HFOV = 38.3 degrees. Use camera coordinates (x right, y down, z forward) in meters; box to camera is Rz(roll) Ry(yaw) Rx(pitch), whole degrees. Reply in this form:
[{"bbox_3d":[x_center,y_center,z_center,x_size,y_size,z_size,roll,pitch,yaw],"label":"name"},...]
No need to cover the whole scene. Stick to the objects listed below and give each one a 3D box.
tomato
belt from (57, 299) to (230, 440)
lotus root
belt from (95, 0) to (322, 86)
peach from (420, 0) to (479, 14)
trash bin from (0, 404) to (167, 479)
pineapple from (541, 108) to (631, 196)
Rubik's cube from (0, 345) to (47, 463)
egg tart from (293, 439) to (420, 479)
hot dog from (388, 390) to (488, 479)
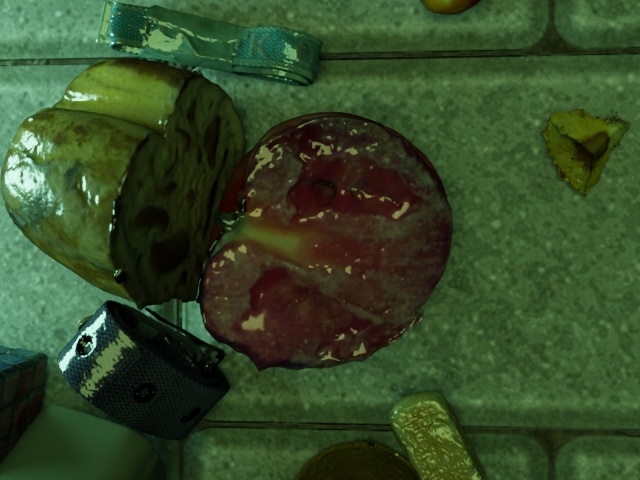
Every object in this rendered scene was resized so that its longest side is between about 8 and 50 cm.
[{"bbox_3d":[-0.002,0.003,1.168,0.289,0.176,0.335,21,97,-15],"label":"tomato"},{"bbox_3d":[-0.213,0.159,1.166,0.126,0.230,0.139,-47,48,4],"label":"belt"},{"bbox_3d":[-0.251,-0.093,1.138,0.250,0.316,0.316,22,92,13],"label":"lotus root"},{"bbox_3d":[-0.149,-0.263,1.219,0.302,0.087,0.072,11,94,6],"label":"belt"},{"bbox_3d":[0.169,-0.342,1.185,0.100,0.101,0.101,0,90,6],"label":"peach"},{"bbox_3d":[-0.316,0.351,1.092,0.219,0.220,0.250,14,48,13],"label":"trash bin"},{"bbox_3d":[0.352,-0.130,1.180,0.114,0.077,0.114,-32,91,-9],"label":"pineapple"},{"bbox_3d":[-0.518,0.250,1.181,0.237,0.237,0.238,12,92,9],"label":"Rubik's cube"},{"bbox_3d":[0.046,0.364,1.169,0.202,0.147,0.203,0,87,5],"label":"egg tart"},{"bbox_3d":[0.170,0.304,1.193,0.084,0.073,0.242,-28,90,9],"label":"hot dog"}]
